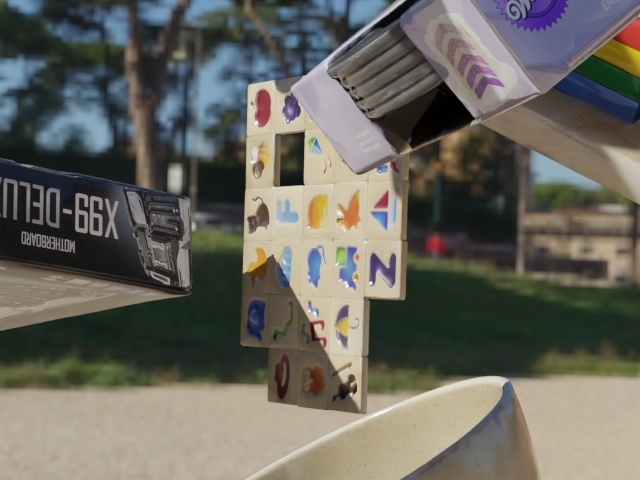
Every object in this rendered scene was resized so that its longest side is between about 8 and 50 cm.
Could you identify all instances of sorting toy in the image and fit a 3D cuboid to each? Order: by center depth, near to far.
[{"bbox_3d":[0.250,-0.104,1.076,0.255,0.089,0.257,29,32,18],"label":"sorting toy"}]

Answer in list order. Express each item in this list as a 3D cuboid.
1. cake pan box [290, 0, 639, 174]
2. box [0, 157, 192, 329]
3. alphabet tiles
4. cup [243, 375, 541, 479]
[{"bbox_3d":[0.123,-0.141,0.835,0.267,0.070,0.246,-40,5,-16],"label":"cake pan box"},{"bbox_3d":[-0.282,-0.001,1.208,0.242,0.077,0.307,-12,-16,40],"label":"box"},{"bbox_3d":[0.000,0.000,1.218,0.009,0.237,0.198,2,-2,-34],"label":"alphabet tiles"},{"bbox_3d":[0.054,0.287,1.366,0.331,0.237,0.331,-27,4,2],"label":"cup"}]
